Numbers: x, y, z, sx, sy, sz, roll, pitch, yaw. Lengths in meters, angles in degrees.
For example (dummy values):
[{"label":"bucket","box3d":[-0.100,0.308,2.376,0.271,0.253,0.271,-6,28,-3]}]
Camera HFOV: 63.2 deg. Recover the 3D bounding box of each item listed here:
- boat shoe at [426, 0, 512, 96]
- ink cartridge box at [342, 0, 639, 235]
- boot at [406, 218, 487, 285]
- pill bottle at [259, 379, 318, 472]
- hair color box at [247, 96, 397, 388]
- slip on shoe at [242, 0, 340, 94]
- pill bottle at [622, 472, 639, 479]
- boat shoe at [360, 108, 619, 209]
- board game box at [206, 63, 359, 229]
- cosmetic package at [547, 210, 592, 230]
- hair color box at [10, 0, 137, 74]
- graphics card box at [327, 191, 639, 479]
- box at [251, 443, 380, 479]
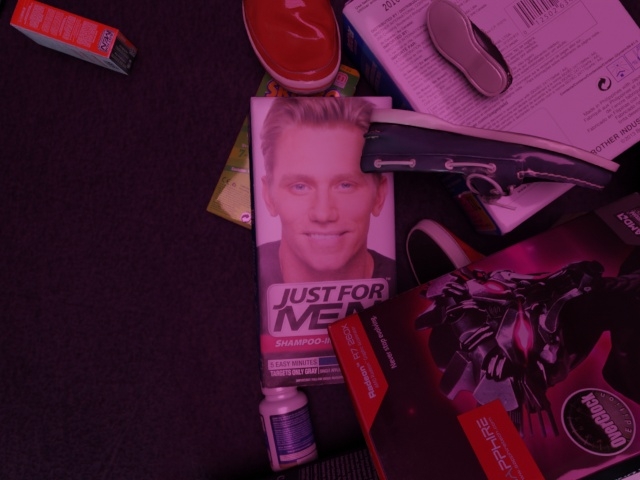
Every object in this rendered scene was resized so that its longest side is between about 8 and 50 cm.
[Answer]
[{"label":"boat shoe","box3d":[0.166,-0.214,0.573,0.125,0.038,0.046,50,133,7]},{"label":"ink cartridge box","box3d":[0.209,-0.241,0.662,0.270,0.151,0.395,-35,90,2]},{"label":"boot","box3d":[0.244,0.050,0.701,0.176,0.088,0.244,-24,64,-29]},{"label":"pill bottle","box3d":[-0.046,0.243,0.703,0.067,0.067,0.120,-11,89,1]},{"label":"hair color box","box3d":[0.000,0.000,0.663,0.174,0.105,0.346,-3,93,-9]},{"label":"slip on shoe","box3d":[-0.049,-0.348,0.678,0.123,0.101,0.330,-11,82,-3]},{"label":"pill bottle","box3d":[0.297,0.213,0.620,0.118,0.215,0.117,0,89,2]},{"label":"boat shoe","box3d":[0.165,-0.080,0.544,0.255,0.095,0.078,14,99,13]},{"label":"board game box","box3d":[-0.049,-0.136,0.726,0.124,0.039,0.259,23,92,1]},{"label":"cosmetic package","box3d":[0.334,-0.004,0.673,0.041,0.115,0.060,43,89,1]},{"label":"hair color box","box3d":[-0.336,-0.280,0.717,0.141,0.072,0.043,20,90,1]},{"label":"graphics card box","box3d":[0.214,0.123,0.514,0.371,0.094,0.232,-22,49,1]},{"label":"box","box3d":[0.023,0.455,0.611,0.313,0.179,0.342,-19,101,0]}]
